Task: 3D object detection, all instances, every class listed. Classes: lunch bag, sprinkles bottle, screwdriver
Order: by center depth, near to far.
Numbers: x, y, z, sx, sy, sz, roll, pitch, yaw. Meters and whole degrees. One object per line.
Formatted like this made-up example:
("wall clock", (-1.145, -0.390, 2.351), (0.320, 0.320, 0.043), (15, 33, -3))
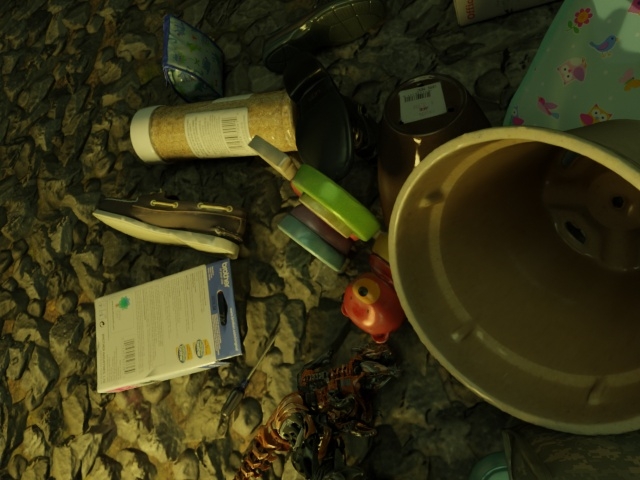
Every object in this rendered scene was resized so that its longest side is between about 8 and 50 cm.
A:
("lunch bag", (0.337, 0.273, 0.545), (0.236, 0.287, 0.168), (-9, 71, 11))
("lunch bag", (0.414, -0.210, 0.742), (0.223, 0.160, 0.262), (40, 124, 26))
("screwdriver", (-0.120, 0.234, 0.906), (0.024, 0.025, 0.169), (30, 78, 27))
("sprinkles bottle", (-0.195, -0.219, 1.012), (0.356, 0.121, 0.121), (-1, 74, 21))
("lunch bag", (-0.276, -0.372, 1.073), (0.097, 0.151, 0.128), (-11, 71, 18))

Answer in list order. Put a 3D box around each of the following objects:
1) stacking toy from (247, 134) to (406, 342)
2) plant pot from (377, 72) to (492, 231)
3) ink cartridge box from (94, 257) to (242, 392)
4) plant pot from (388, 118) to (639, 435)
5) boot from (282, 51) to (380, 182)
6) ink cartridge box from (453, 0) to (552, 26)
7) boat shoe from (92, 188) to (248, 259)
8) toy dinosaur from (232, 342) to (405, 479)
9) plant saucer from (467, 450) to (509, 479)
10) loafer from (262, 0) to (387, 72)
("stacking toy", (0.000, 0.000, 0.762), (0.130, 0.280, 0.309), (-52, 42, 0))
("plant pot", (0.169, -0.122, 0.751), (0.216, 0.230, 0.215), (-10, 57, 17))
("ink cartridge box", (-0.281, 0.162, 0.964), (0.311, 0.065, 0.185), (-18, 68, 18))
("plant pot", (0.306, -0.002, 0.613), (0.334, 0.306, 0.333), (27, 129, 38))
("boot", (0.053, -0.170, 0.835), (0.091, 0.229, 0.262), (-30, 56, 25))
("ink cartridge box", (0.327, -0.469, 0.855), (0.220, 0.160, 0.092), (-8, 70, 19))
("boat shoe", (-0.294, -0.045, 1.005), (0.325, 0.116, 0.096), (12, 74, 20))
("toy dinosaur", (0.002, 0.297, 0.790), (0.322, 0.164, 0.218), (-52, 47, 21))
("plant saucer", (0.262, 0.356, 0.710), (0.120, 0.021, 0.119), (-6, 72, 20))
("loafer", (-0.003, -0.431, 1.017), (0.268, 0.096, 0.084), (-22, 62, 17))
